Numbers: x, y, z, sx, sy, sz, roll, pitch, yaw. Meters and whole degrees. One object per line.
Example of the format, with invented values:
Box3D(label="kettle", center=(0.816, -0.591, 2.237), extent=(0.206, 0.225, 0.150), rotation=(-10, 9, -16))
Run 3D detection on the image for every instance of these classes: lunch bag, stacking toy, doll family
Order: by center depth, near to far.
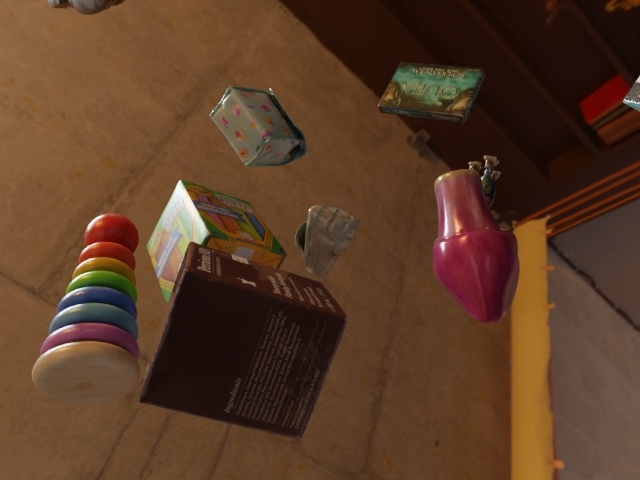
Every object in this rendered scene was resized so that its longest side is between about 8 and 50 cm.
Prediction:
Box3D(label="stacking toy", center=(-0.356, 0.084, 0.805), extent=(0.141, 0.141, 0.330), rotation=(21, -143, -32))
Box3D(label="doll family", center=(0.304, -0.083, 0.962), extent=(0.193, 0.076, 0.111), rotation=(25, -108, -62))
Box3D(label="lunch bag", center=(-0.167, -0.352, 1.551), extent=(0.262, 0.160, 0.223), rotation=(-16, -113, -54))

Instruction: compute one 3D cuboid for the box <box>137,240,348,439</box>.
Box3D(label="box", center=(-0.100, 0.122, 0.645), extent=(0.203, 0.168, 0.167), rotation=(19, -84, -16))

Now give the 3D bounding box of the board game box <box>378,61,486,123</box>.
Box3D(label="board game box", center=(0.227, -0.306, 1.024), extent=(0.126, 0.186, 0.026), rotation=(-63, -32, -18))

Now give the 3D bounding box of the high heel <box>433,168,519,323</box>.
Box3D(label="high heel", center=(0.149, 0.037, 0.451), extent=(0.244, 0.082, 0.117), rotation=(50, -148, -63))

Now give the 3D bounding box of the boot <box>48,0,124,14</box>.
Box3D(label="boot", center=(-0.396, -0.460, 0.886), extent=(0.115, 0.305, 0.112), rotation=(-14, -62, -36))

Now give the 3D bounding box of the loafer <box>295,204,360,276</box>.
Box3D(label="loafer", center=(0.000, 0.000, 1.114), extent=(0.111, 0.319, 0.112), rotation=(30, -113, 1))

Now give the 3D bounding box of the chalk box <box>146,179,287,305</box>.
Box3D(label="chalk box", center=(-0.233, 0.004, 1.035), extent=(0.179, 0.180, 0.289), rotation=(17, -159, -39))

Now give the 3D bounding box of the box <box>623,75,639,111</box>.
Box3D(label="box", center=(0.508, -0.267, 0.627), extent=(0.060, 0.244, 0.100), rotation=(22, -159, -14))
